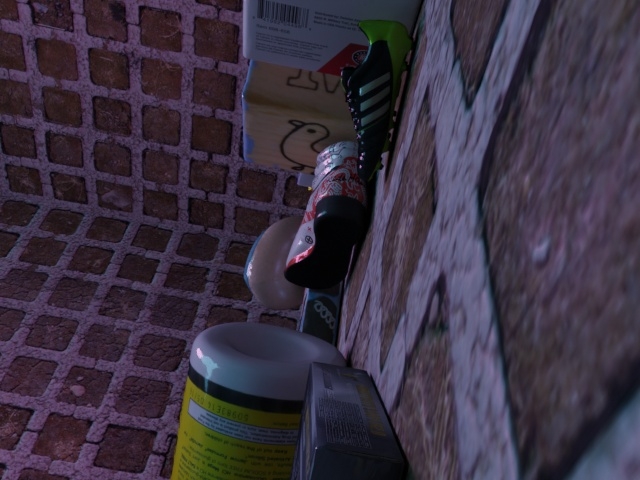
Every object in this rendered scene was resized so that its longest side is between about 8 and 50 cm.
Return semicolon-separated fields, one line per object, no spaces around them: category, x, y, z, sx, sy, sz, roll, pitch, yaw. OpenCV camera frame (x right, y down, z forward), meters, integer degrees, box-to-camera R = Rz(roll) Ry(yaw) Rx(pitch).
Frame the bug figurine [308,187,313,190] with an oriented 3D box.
bug figurine;0.025;-0.182;1.490;0.216;0.072;0.279;68;-153;-70

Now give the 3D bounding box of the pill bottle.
pill bottle;-0.086;0.283;0.806;0.188;0.187;0.334;-92;13;-82

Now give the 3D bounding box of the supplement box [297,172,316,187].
supplement box;0.027;-0.198;1.270;0.220;0.113;0.111;-79;0;-55

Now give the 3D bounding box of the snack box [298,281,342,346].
snack box;0.001;0.096;1.186;0.187;0.060;0.322;103;177;-50

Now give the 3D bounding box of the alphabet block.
alphabet block;-0.004;-0.223;1.004;0.192;0.197;0.194;103;177;-69

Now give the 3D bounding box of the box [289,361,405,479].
box;0.004;0.206;0.496;0.231;0.056;0.183;-140;61;-88

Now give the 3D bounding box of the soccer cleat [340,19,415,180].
soccer cleat;0.054;-0.156;0.746;0.060;0.072;0.179;-84;5;-69

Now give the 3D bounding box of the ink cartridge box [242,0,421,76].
ink cartridge box;0.021;-0.320;0.736;0.273;0.196;0.114;104;176;-60

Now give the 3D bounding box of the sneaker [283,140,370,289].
sneaker;0.015;-0.034;0.990;0.270;0.090;0.145;116;166;-61

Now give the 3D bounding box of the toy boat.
toy boat;-0.078;0.108;1.412;0.267;0.148;0.319;-18;-70;-57
